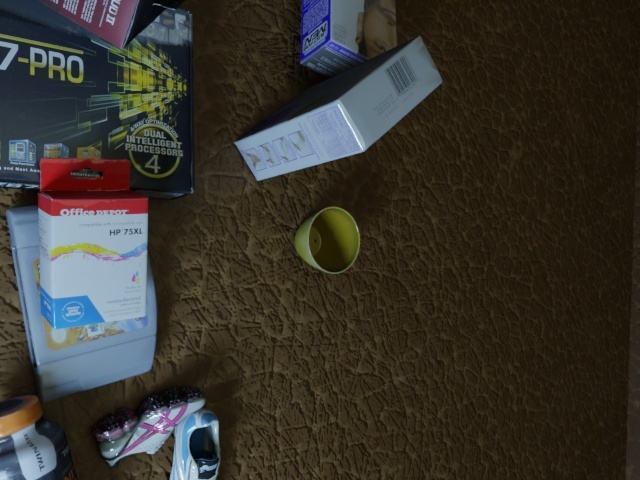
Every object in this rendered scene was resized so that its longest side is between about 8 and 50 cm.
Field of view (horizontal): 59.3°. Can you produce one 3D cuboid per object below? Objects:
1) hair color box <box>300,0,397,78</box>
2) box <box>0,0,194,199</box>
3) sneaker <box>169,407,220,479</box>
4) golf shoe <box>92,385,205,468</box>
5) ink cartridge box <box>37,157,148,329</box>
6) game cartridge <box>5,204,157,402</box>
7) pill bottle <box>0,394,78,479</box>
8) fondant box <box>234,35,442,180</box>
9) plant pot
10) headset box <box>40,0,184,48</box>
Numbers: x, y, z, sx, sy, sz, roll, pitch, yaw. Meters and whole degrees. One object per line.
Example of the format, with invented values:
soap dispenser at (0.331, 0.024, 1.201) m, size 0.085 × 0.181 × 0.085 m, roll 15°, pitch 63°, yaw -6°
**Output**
hair color box at (0.062, -0.500, 1.178) m, size 0.185 × 0.110 × 0.338 m, roll 14°, pitch 70°, yaw -37°
box at (-0.391, -0.233, 0.859) m, size 0.395 × 0.097 × 0.318 m, roll 2°, pitch 83°, yaw -38°
sneaker at (-0.215, 0.413, 0.977) m, size 0.085 × 0.086 × 0.237 m, roll 2°, pitch 88°, yaw -40°
golf shoe at (-0.278, 0.308, 0.944) m, size 0.186 × 0.067 × 0.086 m, roll -20°, pitch 107°, yaw -24°
ink cartridge box at (-0.328, 0.000, 0.814) m, size 0.134 × 0.078 × 0.231 m, roll -5°, pitch 105°, yaw -38°
game cartridge at (-0.366, 0.084, 0.894) m, size 0.198 × 0.062 × 0.297 m, roll -11°, pitch 95°, yaw -34°
pill bottle at (-0.415, 0.349, 0.794) m, size 0.130 × 0.130 × 0.245 m, roll -17°, pitch 99°, yaw -37°
fondant box at (0.022, -0.232, 1.031) m, size 0.238 × 0.330 × 0.096 m, roll -44°, pitch 111°, yaw -30°
plant pot at (0.000, 0.000, 1.154) m, size 0.134 × 0.095 × 0.134 m, roll 1°, pitch 88°, yaw -38°
headset box at (-0.329, -0.415, 0.798) m, size 0.293 × 0.110 × 0.218 m, roll 29°, pitch 40°, yaw -13°
